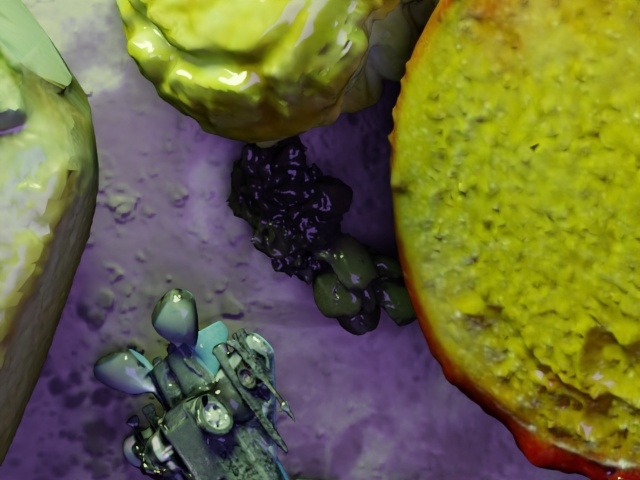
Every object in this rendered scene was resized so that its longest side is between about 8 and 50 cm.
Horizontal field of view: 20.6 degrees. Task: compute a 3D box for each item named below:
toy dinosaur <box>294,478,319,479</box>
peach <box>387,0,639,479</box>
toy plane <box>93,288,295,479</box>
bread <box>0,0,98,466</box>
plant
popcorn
[{"bbox_3d":[0.065,0.248,1.249,0.259,0.094,0.153,-1,99,-18],"label":"toy dinosaur"},{"bbox_3d":[0.231,-0.056,1.103,0.310,0.335,0.406,-33,124,-44],"label":"peach"},{"bbox_3d":[-0.056,0.159,1.170,0.078,0.169,0.246,-12,69,-47],"label":"toy plane"},{"bbox_3d":[-0.267,-0.052,1.062,0.395,0.239,0.264,44,89,-16],"label":"bread"},{"bbox_3d":[0.000,0.000,1.203,0.085,0.087,0.174,-29,109,31],"label":"plant"},{"bbox_3d":[-0.025,-0.171,1.119,0.221,0.184,0.204,-41,70,-3],"label":"popcorn"}]
